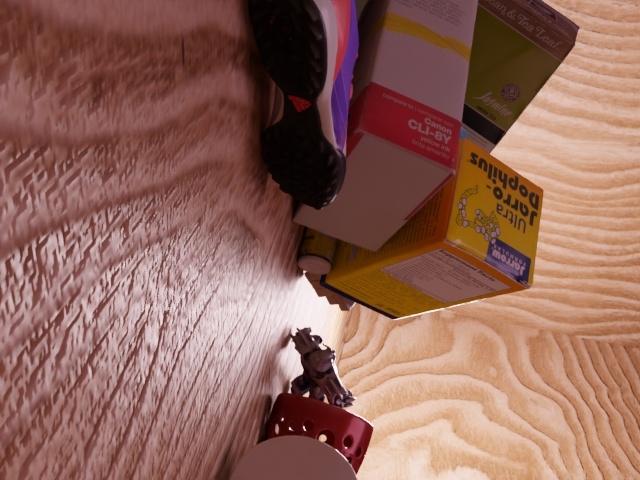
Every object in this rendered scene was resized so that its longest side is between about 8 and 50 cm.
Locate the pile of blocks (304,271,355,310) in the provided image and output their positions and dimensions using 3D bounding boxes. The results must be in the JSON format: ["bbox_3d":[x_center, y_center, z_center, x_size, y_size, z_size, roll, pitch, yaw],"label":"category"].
[{"bbox_3d":[0.055,-0.018,1.449,0.149,0.112,0.362,41,56,-36],"label":"pile of blocks"}]

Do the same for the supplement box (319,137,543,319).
[{"bbox_3d":[0.189,-0.002,1.220,0.356,0.194,0.195,-23,-135,54],"label":"supplement box"}]

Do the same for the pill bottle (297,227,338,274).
[{"bbox_3d":[0.000,0.000,1.274,0.065,0.065,0.116,88,14,-62],"label":"pill bottle"}]

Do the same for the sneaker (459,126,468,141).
[{"bbox_3d":[0.173,-0.177,1.347,0.127,0.208,0.319,-49,164,-11],"label":"sneaker"}]

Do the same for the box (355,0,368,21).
[{"bbox_3d":[0.116,-0.570,1.413,0.232,0.058,0.322,-16,115,-83],"label":"box"}]

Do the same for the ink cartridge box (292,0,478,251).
[{"bbox_3d":[0.108,-0.220,1.106,0.279,0.160,0.384,128,-21,-58],"label":"ink cartridge box"}]

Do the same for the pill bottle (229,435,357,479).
[{"bbox_3d":[-0.047,0.465,0.974,0.210,0.210,0.363,-70,169,-55],"label":"pill bottle"}]

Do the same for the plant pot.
[{"bbox_3d":[-0.015,0.391,1.239,0.191,0.191,0.174,84,23,-68],"label":"plant pot"}]

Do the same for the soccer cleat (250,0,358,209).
[{"bbox_3d":[-0.002,-0.162,0.741,0.116,0.108,0.318,-54,157,-31],"label":"soccer cleat"}]

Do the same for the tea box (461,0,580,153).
[{"bbox_3d":[0.298,-0.384,1.410,0.323,0.329,0.220,-55,177,33],"label":"tea box"}]

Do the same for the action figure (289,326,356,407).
[{"bbox_3d":[-0.007,0.275,1.388,0.285,0.099,0.185,109,-37,-57],"label":"action figure"}]
